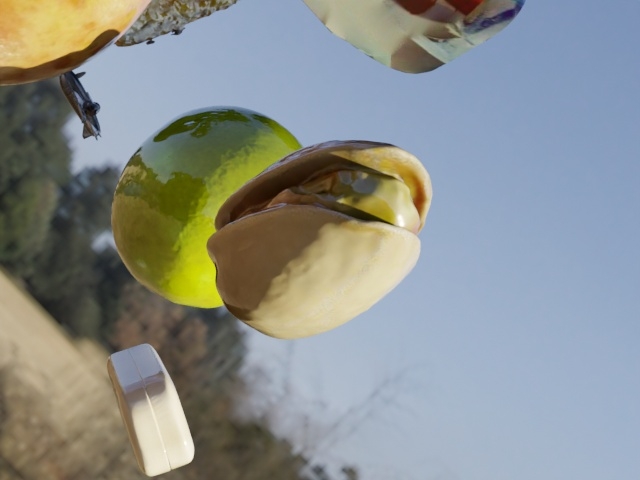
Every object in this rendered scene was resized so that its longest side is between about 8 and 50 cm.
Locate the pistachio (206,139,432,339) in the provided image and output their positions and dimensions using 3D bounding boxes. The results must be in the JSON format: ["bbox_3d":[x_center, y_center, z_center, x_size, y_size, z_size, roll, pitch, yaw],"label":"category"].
[{"bbox_3d":[0.000,0.000,1.254,0.144,0.144,0.215,48,-37,-11],"label":"pistachio"}]

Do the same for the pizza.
[{"bbox_3d":[-0.137,-0.292,1.830,0.335,0.226,0.086,-50,126,-59],"label":"pizza"}]

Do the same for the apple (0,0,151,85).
[{"bbox_3d":[-0.276,-0.315,1.288,0.400,0.400,0.333,46,-13,-3],"label":"apple"}]

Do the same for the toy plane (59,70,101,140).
[{"bbox_3d":[-0.250,-0.145,1.782,0.078,0.031,0.083,-112,-178,-81],"label":"toy plane"}]

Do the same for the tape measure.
[{"bbox_3d":[0.127,-0.352,2.084,0.259,0.262,0.138,30,45,-45],"label":"tape measure"}]

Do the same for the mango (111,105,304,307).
[{"bbox_3d":[-0.090,-0.043,1.586,0.185,0.273,0.149,3,-61,12],"label":"mango"}]

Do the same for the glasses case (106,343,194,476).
[{"bbox_3d":[-0.147,0.142,1.448,0.196,0.050,0.083,-144,-145,-76],"label":"glasses case"}]
